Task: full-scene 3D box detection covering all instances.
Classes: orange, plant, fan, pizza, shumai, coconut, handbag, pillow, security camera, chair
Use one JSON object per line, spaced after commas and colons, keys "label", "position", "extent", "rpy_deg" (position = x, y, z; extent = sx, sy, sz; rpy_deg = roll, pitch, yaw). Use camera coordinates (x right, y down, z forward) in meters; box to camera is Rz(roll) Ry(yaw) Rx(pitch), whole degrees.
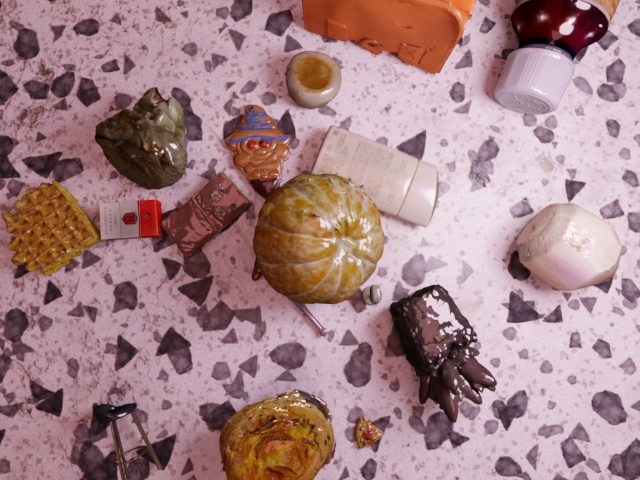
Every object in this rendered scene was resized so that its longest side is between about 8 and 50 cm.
{"label": "orange", "position": [0.000, 0.000, 0.974], "extent": [0.330, 0.249, 0.328], "rpy_deg": [-3, 97, -26]}
{"label": "plant", "position": [0.300, 0.282, 1.016], "extent": [0.194, 0.181, 0.320], "rpy_deg": [-26, 82, -3]}
{"label": "fan", "position": [-0.073, 0.147, 1.094], "extent": [0.057, 0.023, 0.282], "rpy_deg": [-42, 88, -12]}
{"label": "pizza", "position": [0.132, 0.512, 1.069], "extent": [0.078, 0.025, 0.083], "rpy_deg": [-2, 85, 1]}
{"label": "shumai", "position": [-0.440, -0.270, 1.062], "extent": [0.256, 0.189, 0.218], "rpy_deg": [17, 67, 16]}
{"label": "coconut", "position": [0.640, 0.022, 1.023], "extent": [0.234, 0.224, 0.224], "rpy_deg": [36, 86, 14]}
{"label": "handbag", "position": [0.156, -0.579, 1.012], "extent": [0.411, 0.303, 0.116], "rpy_deg": [20, 87, 2]}
{"label": "pillow", "position": [-0.312, -0.071, 1.095], "extent": [0.233, 0.043, 0.126], "rpy_deg": [-41, 88, -3]}
{"label": "security camera", "position": [0.144, 0.145, 1.062], "extent": [0.058, 0.092, 0.058], "rpy_deg": [0, 84, -2]}
{"label": "chair", "position": [-0.493, 0.509, 1.030], "extent": [0.095, 0.104, 0.221], "rpy_deg": [-21, 91, -28]}

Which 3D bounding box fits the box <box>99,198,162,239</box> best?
{"label": "box", "position": [-0.512, -0.055, 1.089], "extent": [0.152, 0.048, 0.100], "rpy_deg": [-5, 88, 1]}

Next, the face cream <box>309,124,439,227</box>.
{"label": "face cream", "position": [0.157, -0.175, 1.091], "extent": [0.349, 0.081, 0.173], "rpy_deg": [21, 86, 0]}

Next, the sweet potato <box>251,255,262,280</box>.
{"label": "sweet potato", "position": [-0.131, -0.020, 1.079], "extent": [0.075, 0.075, 0.269], "rpy_deg": [26, 87, 1]}

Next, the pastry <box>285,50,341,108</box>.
{"label": "pastry", "position": [-0.020, -0.439, 1.104], "extent": [0.157, 0.092, 0.156], "rpy_deg": [0, 89, -2]}

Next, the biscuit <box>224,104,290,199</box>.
{"label": "biscuit", "position": [-0.169, -0.246, 1.117], "extent": [0.184, 0.043, 0.279], "rpy_deg": [-10, 83, 1]}

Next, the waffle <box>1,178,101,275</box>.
{"label": "waffle", "position": [-0.743, -0.028, 1.076], "extent": [0.219, 0.057, 0.229], "rpy_deg": [-39, 87, -3]}

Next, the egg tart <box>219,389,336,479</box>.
{"label": "egg tart", "position": [-0.106, 0.501, 1.024], "extent": [0.298, 0.132, 0.296], "rpy_deg": [-1, 97, -11]}

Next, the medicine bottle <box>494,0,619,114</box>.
{"label": "medicine bottle", "position": [0.616, -0.541, 1.050], "extent": [0.243, 0.242, 0.394], "rpy_deg": [18, 91, 0]}
